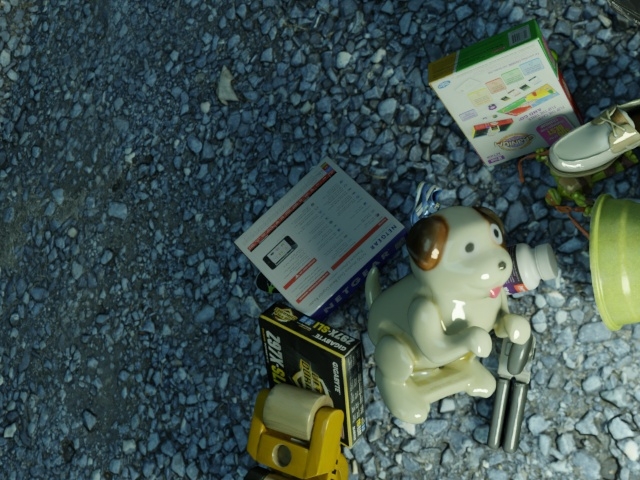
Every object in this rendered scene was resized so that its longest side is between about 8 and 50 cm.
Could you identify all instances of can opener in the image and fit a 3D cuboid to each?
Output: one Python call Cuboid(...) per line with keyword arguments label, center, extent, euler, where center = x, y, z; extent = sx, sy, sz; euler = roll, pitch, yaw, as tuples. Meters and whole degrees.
Cuboid(label="can opener", center=(0.420, 0.333, 1.709), extent=(0.074, 0.093, 0.280), euler=(10, 93, 33))

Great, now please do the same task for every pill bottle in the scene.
Cuboid(label="pill bottle", center=(0.428, 0.067, 1.728), extent=(0.193, 0.108, 0.108), euler=(-16, 75, 28))

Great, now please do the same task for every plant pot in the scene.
Cuboid(label="plant pot", center=(0.683, 0.036, 1.472), extent=(0.254, 0.276, 0.276), euler=(-4, 80, 35))

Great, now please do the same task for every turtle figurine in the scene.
Cuboid(label="turtle figurine", center=(0.580, -0.131, 1.679), extent=(0.217, 0.087, 0.269), euler=(-38, 50, 10))

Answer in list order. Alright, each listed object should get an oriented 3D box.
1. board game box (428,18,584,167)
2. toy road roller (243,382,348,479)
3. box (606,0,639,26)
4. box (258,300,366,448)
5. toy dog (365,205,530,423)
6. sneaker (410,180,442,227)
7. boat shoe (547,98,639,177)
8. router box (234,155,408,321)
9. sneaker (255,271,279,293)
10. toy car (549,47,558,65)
Cuboid(label="board game box", center=(0.411, -0.307, 1.676), extent=(0.242, 0.316, 0.064), euler=(-18, 50, 27))
Cuboid(label="toy road roller", center=(-0.037, 0.513, 1.852), extent=(0.203, 0.241, 0.329), euler=(10, 91, 31))
Cuboid(label="box", center=(0.787, -0.558, 1.575), extent=(0.242, 0.076, 0.307), euler=(45, 103, 28))
Cuboid(label="box", center=(-0.018, 0.327, 1.865), extent=(0.257, 0.079, 0.322), euler=(24, 136, 32))
Cuboid(label="toy dog", center=(0.270, 0.115, 1.628), extent=(0.395, 0.285, 0.408), euler=(-120, 35, -42))
Cuboid(label="sneaker", center=(0.260, -0.074, 1.882), extent=(0.059, 0.053, 0.144), euler=(11, 89, 29))
Cuboid(label="boat shoe", center=(0.612, -0.231, 1.591), extent=(0.302, 0.103, 0.113), euler=(-25, 61, -6))
Cuboid(label="router box", center=(0.000, 0.000, 1.941), extent=(0.335, 0.082, 0.301), euler=(-42, 64, -4))
Cuboid(label="sneaker", center=(-0.087, 0.096, 2.035), extent=(0.235, 0.097, 0.084), euler=(-5, 80, 30))
Cuboid(label="toy car", center=(0.438, -0.372, 1.770), extent=(0.149, 0.155, 0.188), euler=(38, 123, 8))
